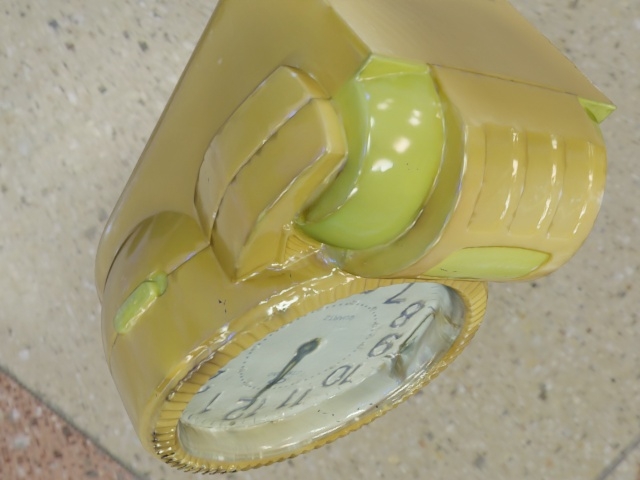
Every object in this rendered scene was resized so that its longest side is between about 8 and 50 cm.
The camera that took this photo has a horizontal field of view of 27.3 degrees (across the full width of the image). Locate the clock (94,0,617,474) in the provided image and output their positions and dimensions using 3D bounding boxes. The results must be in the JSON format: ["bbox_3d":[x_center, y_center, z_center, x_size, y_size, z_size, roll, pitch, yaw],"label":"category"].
[{"bbox_3d":[0.000,0.000,0.781,0.244,0.200,0.317,6,135,-42],"label":"clock"}]
